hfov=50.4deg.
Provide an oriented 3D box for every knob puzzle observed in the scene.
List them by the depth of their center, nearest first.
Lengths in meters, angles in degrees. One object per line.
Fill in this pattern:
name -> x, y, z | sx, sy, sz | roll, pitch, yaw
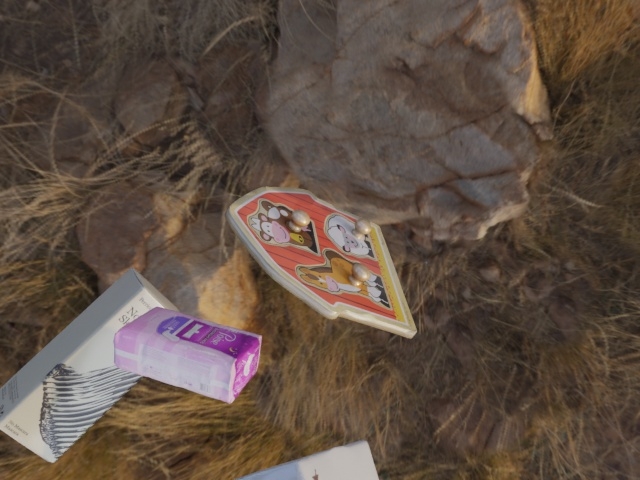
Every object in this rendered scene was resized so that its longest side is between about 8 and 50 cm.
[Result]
knob puzzle -> 0.000, 0.000, 0.665 | 0.213, 0.213, 0.030 | 40, 119, 8

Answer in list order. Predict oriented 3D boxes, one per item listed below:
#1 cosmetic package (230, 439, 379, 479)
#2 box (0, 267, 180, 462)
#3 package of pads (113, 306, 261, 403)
cosmetic package -> -0.144, 0.450, 1.021 | 0.453, 0.230, 0.162 | -25, 72, 22
box -> -0.334, 0.180, 0.999 | 0.275, 0.094, 0.113 | -45, 120, -6
package of pads -> -0.084, 0.070, 0.432 | 0.083, 0.050, 0.032 | 14, 110, 13
